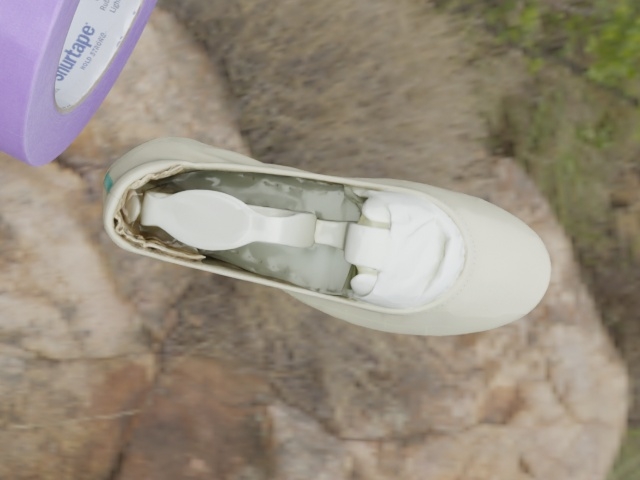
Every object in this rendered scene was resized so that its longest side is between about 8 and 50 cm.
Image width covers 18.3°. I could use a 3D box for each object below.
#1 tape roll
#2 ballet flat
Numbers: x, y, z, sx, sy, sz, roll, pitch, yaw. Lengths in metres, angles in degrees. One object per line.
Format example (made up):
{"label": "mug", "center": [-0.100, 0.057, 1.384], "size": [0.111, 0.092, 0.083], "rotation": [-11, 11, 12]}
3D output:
{"label": "tape roll", "center": [-0.185, -0.194, 1.430], "size": [0.090, 0.275, 0.274], "rotation": [26, 72, 4]}
{"label": "ballet flat", "center": [0.000, 0.000, 1.060], "size": [0.248, 0.086, 0.086], "rotation": [11, 80, 5]}
